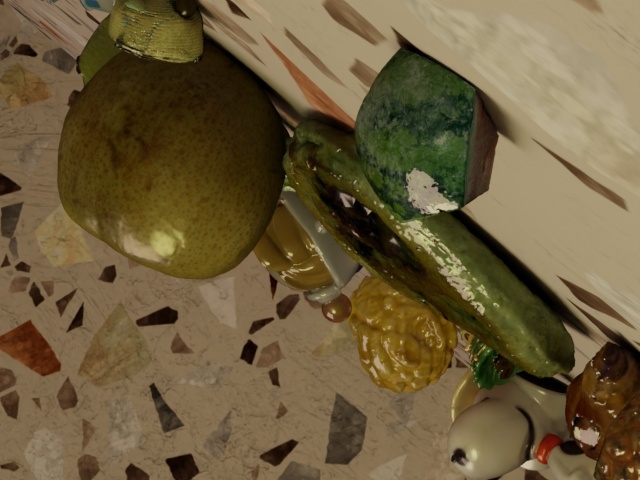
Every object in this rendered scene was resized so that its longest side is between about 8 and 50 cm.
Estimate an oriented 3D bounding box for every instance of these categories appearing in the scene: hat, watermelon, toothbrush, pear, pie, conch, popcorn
[{"bbox_3d":[-0.130,-0.179,1.331,0.076,0.059,0.077,3,-154,-24],"label":"hat"},{"bbox_3d":[0.061,-0.060,0.859,0.084,0.072,0.092,50,140,4],"label":"watermelon"},{"bbox_3d":[-0.258,-0.276,1.845,0.040,0.040,0.386,40,174,-24],"label":"toothbrush"},{"bbox_3d":[-0.132,-0.083,1.526,0.228,0.211,0.188,25,-173,31],"label":"pear"},{"bbox_3d":[0.084,0.005,1.426,0.323,0.070,0.323,40,176,3],"label":"pie"},{"bbox_3d":[0.244,0.144,1.352,0.080,0.086,0.233,38,176,25],"label":"conch"},{"bbox_3d":[0.108,0.122,2.285,0.180,0.170,0.180,18,136,18],"label":"popcorn"}]

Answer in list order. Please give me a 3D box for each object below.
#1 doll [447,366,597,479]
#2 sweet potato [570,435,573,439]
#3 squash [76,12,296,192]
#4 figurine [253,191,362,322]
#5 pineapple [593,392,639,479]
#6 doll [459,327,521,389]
[{"bbox_3d":[0.277,0.239,1.928,0.271,0.144,0.208,15,-146,16],"label":"doll"},{"bbox_3d":[0.288,0.241,2.318,0.106,0.095,0.354,-8,158,24],"label":"sweet potato"},{"bbox_3d":[-0.119,-0.108,1.693,0.287,0.137,0.137,29,178,-3],"label":"squash"},{"bbox_3d":[0.006,0.009,2.068,0.274,0.133,0.194,32,-152,-59],"label":"figurine"},{"bbox_3d":[0.295,0.180,1.166,0.198,0.108,0.108,28,172,32],"label":"pineapple"},{"bbox_3d":[0.200,0.109,1.916,0.078,0.077,0.113,57,-166,-45],"label":"doll"}]
